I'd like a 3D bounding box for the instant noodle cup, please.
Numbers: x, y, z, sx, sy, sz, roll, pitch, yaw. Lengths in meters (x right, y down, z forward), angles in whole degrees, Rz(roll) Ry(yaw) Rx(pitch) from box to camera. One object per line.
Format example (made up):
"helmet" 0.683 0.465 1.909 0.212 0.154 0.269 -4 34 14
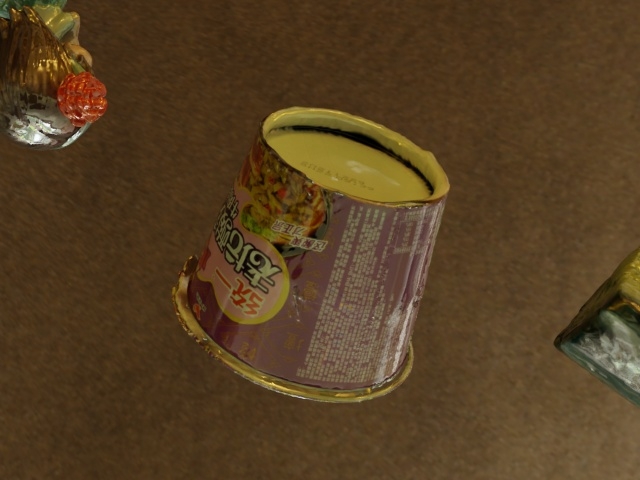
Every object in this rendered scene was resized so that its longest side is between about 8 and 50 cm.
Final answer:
"instant noodle cup" 0.000 0.000 1.512 0.340 0.340 0.266 0 123 -31

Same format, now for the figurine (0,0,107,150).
"figurine" -0.295 -0.213 1.236 0.110 0.138 0.245 -3 68 -34

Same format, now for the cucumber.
"cucumber" 0.170 0.055 0.526 0.062 0.115 0.116 -58 169 25
